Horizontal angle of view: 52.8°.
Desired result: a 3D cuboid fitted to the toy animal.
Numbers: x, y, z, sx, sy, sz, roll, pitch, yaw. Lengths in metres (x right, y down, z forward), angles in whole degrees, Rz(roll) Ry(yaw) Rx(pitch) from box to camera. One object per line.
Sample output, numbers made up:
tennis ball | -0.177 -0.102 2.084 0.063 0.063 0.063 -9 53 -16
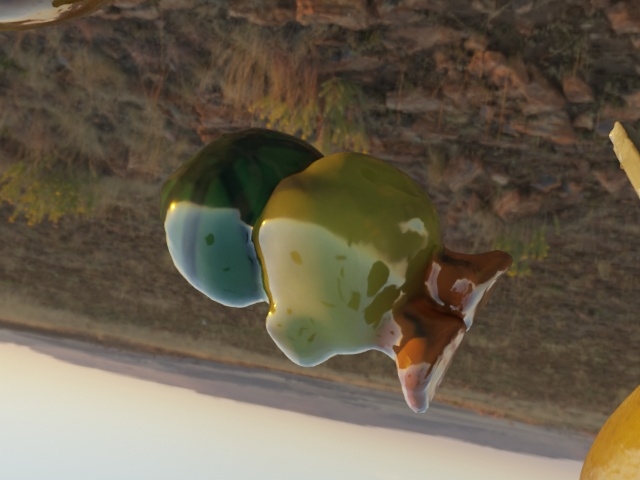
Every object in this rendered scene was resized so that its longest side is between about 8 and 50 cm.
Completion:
toy animal | -0.001 -0.002 0.623 0.338 0.216 0.191 26 145 20

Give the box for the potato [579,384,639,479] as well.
potato | 0.277 0.149 0.430 0.178 0.203 0.158 50 157 45

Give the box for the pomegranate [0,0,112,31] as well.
pomegranate | -0.214 -0.298 0.367 0.338 0.338 0.338 11 166 3

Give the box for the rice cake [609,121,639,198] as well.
rice cake | 0.500 -0.123 1.011 0.052 0.256 0.057 -38 106 27
